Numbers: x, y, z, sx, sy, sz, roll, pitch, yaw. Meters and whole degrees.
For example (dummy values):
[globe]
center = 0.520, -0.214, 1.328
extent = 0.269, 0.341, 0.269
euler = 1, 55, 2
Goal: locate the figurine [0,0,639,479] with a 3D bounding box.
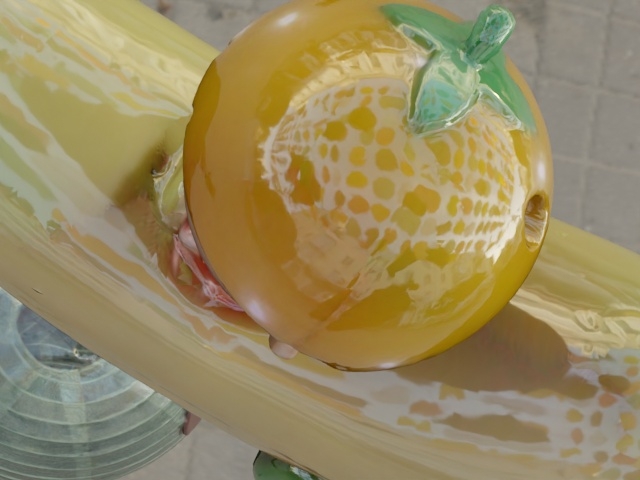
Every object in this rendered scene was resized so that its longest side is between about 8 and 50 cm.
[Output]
[figurine]
center = 0.000, 0.000, 0.459
extent = 0.324, 0.222, 0.124
euler = 33, 70, -14

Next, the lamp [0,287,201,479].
[lamp]
center = -0.203, 0.081, 1.126
extent = 0.265, 0.233, 0.233
euler = 33, 78, -10
